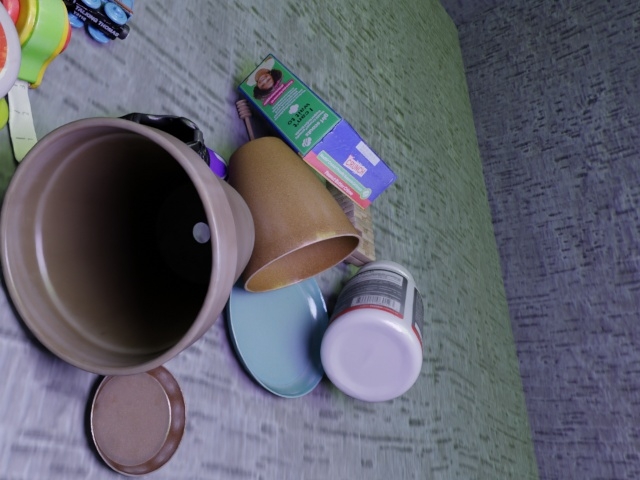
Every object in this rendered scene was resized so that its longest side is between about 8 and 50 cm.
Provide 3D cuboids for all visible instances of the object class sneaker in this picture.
[{"bbox_3d":[-0.247,-0.154,0.974,0.293,0.146,0.102,9,66,-54],"label":"sneaker"}]

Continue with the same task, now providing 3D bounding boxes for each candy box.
[{"bbox_3d":[-0.007,-0.244,1.244,0.317,0.122,0.268,49,8,38],"label":"candy box"}]

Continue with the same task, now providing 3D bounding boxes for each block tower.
[{"bbox_3d":[0.079,-0.098,1.485,0.097,0.090,0.336,31,49,-46],"label":"block tower"}]

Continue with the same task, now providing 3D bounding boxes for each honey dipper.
[{"bbox_3d":[-0.160,-0.244,1.265,0.030,0.030,0.161,-18,92,-58],"label":"honey dipper"}]

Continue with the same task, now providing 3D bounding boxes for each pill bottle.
[{"bbox_3d":[0.132,0.185,1.257,0.210,0.210,0.363,63,18,-11],"label":"pill bottle"}]

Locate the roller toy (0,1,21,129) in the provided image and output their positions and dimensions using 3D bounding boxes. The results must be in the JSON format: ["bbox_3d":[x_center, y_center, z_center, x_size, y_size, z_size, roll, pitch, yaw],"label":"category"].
[{"bbox_3d":[-0.484,-0.232,0.658,0.191,0.146,0.210,12,73,-49],"label":"roller toy"}]

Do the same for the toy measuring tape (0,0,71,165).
[{"bbox_3d":[-0.419,-0.265,0.802,0.121,0.121,0.330,1,73,-56],"label":"toy measuring tape"}]

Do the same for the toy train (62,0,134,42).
[{"bbox_3d":[-0.410,-0.423,0.942,0.184,0.080,0.105,27,43,-45],"label":"toy train"}]

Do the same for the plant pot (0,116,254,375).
[{"bbox_3d":[-0.236,-0.004,0.806,0.280,0.323,0.323,-23,93,-74],"label":"plant pot"}]

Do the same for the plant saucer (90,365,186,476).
[{"bbox_3d":[-0.275,0.264,0.821,0.168,0.029,0.169,32,49,-46],"label":"plant saucer"}]

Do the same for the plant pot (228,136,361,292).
[{"bbox_3d":[-0.080,-0.063,1.056,0.237,0.237,0.255,0,62,-56],"label":"plant pot"}]

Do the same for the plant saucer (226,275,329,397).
[{"bbox_3d":[-0.088,0.167,1.141,0.317,0.043,0.318,33,48,-45],"label":"plant saucer"}]
